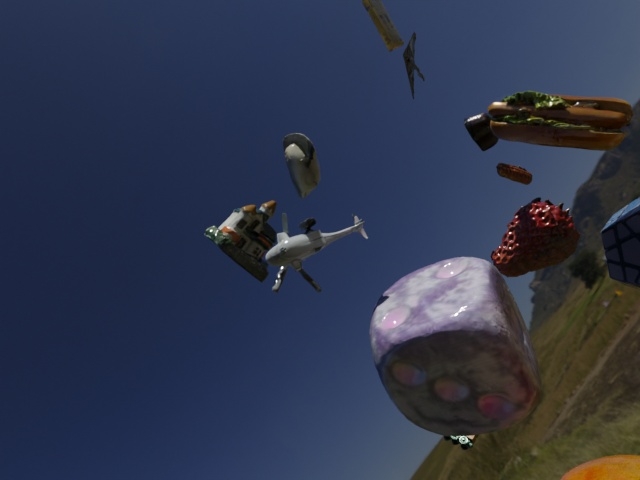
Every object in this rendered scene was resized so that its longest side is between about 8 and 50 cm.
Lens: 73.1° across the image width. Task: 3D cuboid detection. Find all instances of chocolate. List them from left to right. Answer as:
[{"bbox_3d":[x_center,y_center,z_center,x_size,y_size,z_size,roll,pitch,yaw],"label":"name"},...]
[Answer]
[{"bbox_3d":[0.537,-0.364,1.412,0.080,0.125,0.148,-29,-8,31],"label":"chocolate"}]

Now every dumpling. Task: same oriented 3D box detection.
[{"bbox_3d":[-0.057,-0.217,1.233,0.092,0.150,0.176,-33,-39,-8],"label":"dumpling"}]

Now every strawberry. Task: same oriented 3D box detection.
[{"bbox_3d":[0.728,0.001,1.443,0.280,0.150,0.253,-18,-67,-4],"label":"strawberry"}]

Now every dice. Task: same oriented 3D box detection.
[{"bbox_3d":[0.278,0.214,0.907,0.271,0.270,0.270,-24,16,27],"label":"dice"}]

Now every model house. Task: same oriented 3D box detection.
[{"bbox_3d":[-0.251,-0.035,1.671,0.271,0.190,0.301,46,-107,-34],"label":"model house"}]

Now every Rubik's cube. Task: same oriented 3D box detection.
[{"bbox_3d":[0.855,0.010,1.033,0.319,0.264,0.319,-37,-13,-10],"label":"Rubik's cube"}]

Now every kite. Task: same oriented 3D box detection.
[{"bbox_3d":[0.321,-0.595,1.467,0.250,0.012,0.229,-2,-85,-63],"label":"kite"}]

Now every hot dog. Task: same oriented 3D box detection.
[{"bbox_3d":[0.654,-0.229,1.455,0.144,0.062,0.038,15,-36,-17],"label":"hot dog"},{"bbox_3d":[0.577,-0.306,1.084,0.100,0.337,0.135,23,-92,-50],"label":"hot dog"}]

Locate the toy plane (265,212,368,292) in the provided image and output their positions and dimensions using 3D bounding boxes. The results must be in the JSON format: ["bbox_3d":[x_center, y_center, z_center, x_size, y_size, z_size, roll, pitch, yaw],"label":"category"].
[{"bbox_3d":[0.006,0.009,0.910,0.273,0.182,0.107,-2,-22,-27],"label":"toy plane"}]

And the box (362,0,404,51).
[{"bbox_3d":[0.163,-0.568,1.124,0.020,0.149,0.073,-22,14,43],"label":"box"}]

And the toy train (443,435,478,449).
[{"bbox_3d":[0.403,0.562,1.261,0.064,0.103,0.044,-45,-50,-29],"label":"toy train"}]

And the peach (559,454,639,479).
[{"bbox_3d":[0.531,0.438,0.579,0.380,0.306,0.242,35,-126,-22],"label":"peach"}]
